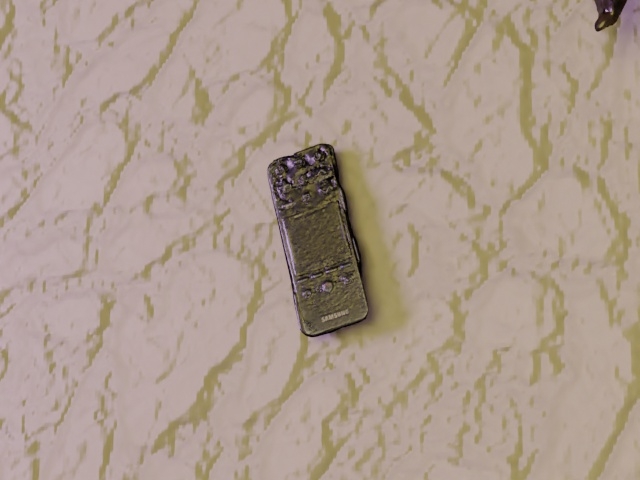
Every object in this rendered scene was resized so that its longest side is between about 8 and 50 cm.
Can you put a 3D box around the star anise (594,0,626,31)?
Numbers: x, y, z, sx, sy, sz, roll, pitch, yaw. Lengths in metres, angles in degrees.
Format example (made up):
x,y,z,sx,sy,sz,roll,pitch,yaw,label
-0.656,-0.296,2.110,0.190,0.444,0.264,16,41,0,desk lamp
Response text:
x,y,z,sx,sy,sz,roll,pitch,yaw,label
0.131,-0.174,0.873,0.124,0.056,0.129,-40,70,-2,star anise

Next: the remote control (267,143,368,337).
x,y,z,sx,sy,sz,roll,pitch,yaw,label
0.000,0.000,0.915,0.039,0.014,0.096,-19,72,18,remote control
